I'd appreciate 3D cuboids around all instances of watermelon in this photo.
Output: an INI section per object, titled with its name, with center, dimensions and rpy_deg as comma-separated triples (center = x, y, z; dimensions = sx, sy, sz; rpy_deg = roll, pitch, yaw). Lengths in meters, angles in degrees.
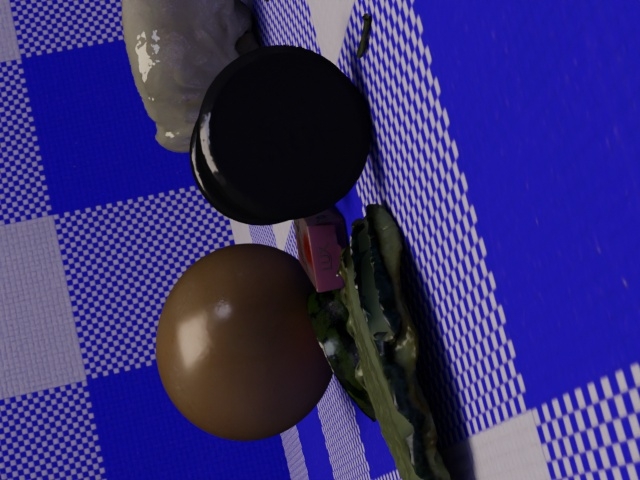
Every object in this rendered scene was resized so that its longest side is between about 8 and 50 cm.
[watermelon]
center = 0.036, 0.149, 1.834
dimensions = 0.245, 0.063, 0.119
rpy_deg = 65, -176, 37

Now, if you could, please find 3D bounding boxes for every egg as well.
[egg]
center = -0.120, 0.167, 2.023
dimensions = 0.374, 0.301, 0.301
rpy_deg = 101, 156, -60

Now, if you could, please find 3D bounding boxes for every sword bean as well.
[sword bean]
center = 0.048, -0.225, 1.364
dimensions = 0.083, 0.012, 0.012
rpy_deg = 100, 156, -66

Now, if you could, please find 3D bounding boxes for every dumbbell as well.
[dumbbell]
center = -0.061, -0.123, 1.570
dimensions = 0.322, 0.203, 0.204
rpy_deg = 172, 86, -82

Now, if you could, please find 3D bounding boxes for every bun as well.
[bun]
center = -0.217, -0.350, 2.214
dimensions = 0.365, 0.219, 0.365
rpy_deg = -10, -90, -82

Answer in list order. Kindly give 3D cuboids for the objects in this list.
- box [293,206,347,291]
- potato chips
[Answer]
[box]
center = 0.000, 0.000, 1.829
dimensions = 0.156, 0.060, 0.111
rpy_deg = -128, 28, -69
[potato chips]
center = 0.093, 0.172, 1.464
dimensions = 0.429, 0.070, 0.358
rpy_deg = -110, 8, -45
